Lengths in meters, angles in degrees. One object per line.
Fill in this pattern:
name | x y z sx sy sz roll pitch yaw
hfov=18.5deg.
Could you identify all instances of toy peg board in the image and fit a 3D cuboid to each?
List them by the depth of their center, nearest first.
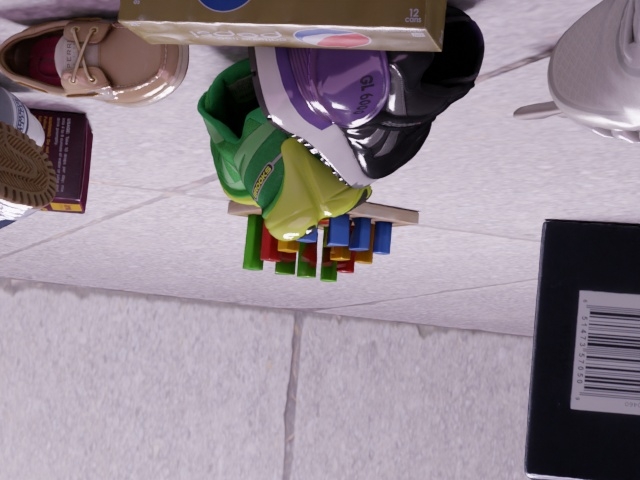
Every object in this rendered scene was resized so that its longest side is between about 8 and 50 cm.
toy peg board | 0.000 0.000 2.233 0.161 0.079 0.160 9 172 -34

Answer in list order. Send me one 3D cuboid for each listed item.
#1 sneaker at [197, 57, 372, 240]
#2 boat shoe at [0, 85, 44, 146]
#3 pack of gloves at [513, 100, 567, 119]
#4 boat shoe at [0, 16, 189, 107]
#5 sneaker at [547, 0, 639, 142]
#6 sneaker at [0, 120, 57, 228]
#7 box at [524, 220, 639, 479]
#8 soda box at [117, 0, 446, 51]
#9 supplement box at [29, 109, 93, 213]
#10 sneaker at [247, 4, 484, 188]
sneaker | -0.031 -0.086 1.492 0.109 0.123 0.295 -25 -166 -7
boat shoe | -0.364 -0.086 1.692 0.258 0.095 0.084 4 169 17
pack of gloves | 0.267 -0.116 1.323 0.195 0.046 0.232 -5 180 -22
boat shoe | -0.163 -0.125 1.369 0.170 0.063 0.059 -1 177 44
sneaker | 0.208 -0.127 0.996 0.118 0.110 0.292 18 159 -32
sneaker | -0.362 -0.061 1.543 0.153 0.099 0.282 -30 140 33
box | 0.370 0.151 2.345 0.212 0.293 0.395 4 173 10
soda box | -0.021 -0.144 1.129 0.181 0.058 0.061 3 173 13
supplement box | -0.306 -0.076 1.795 0.188 0.081 0.104 5 173 -4
sneaker | 0.055 -0.100 1.285 0.124 0.107 0.283 -8 174 16
